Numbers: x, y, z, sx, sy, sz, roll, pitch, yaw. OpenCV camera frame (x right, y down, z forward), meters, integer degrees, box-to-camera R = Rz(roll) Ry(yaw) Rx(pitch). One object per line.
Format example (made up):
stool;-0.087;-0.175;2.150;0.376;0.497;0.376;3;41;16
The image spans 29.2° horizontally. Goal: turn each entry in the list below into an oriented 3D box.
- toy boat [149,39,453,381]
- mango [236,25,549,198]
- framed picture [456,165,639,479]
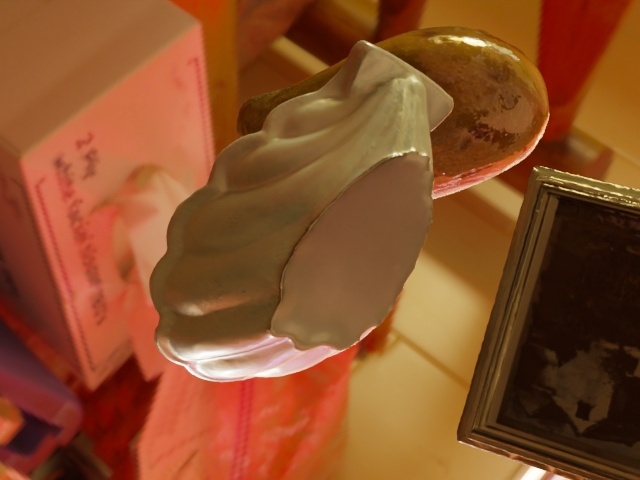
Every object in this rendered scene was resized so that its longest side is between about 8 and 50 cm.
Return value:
toy boat;0.000;0.000;0.913;0.199;0.100;0.290;25;99;-41
mango;0.078;-0.121;1.313;0.329;0.176;0.175;-20;-177;14
framed picture;0.264;0.085;0.912;0.019;0.296;0.232;15;90;-66
